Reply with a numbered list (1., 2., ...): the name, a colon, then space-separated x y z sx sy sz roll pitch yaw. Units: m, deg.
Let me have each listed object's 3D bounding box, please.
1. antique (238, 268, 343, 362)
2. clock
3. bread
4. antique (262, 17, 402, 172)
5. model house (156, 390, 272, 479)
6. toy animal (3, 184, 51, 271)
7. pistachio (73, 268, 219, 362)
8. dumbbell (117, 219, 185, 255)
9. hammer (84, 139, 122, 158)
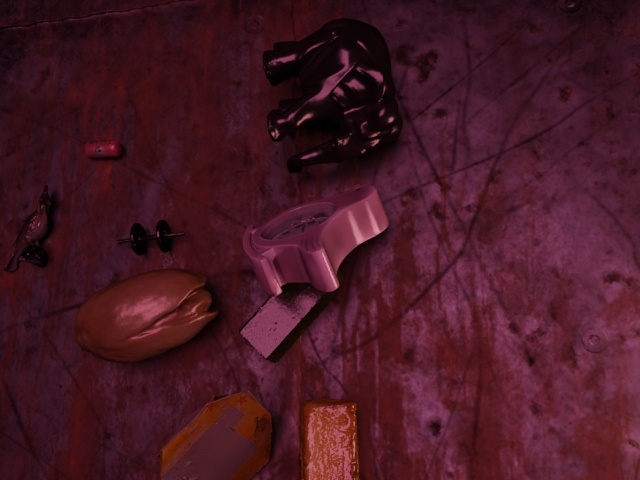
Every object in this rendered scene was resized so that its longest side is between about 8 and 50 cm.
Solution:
1. antique: -0.049 0.127 1.388 0.081 0.080 0.221 42 85 16
2. clock: 0.000 0.000 1.312 0.275 0.290 0.080 -22 111 -1
3. bread: 0.017 0.393 1.304 0.114 0.083 0.211 -1 75 5
4. antique: 0.027 -0.303 1.430 0.255 0.185 0.322 -6 71 10
5. model house: -0.202 0.350 1.335 0.219 0.207 0.136 -49 36 -3
6. toy animal: -0.615 -0.024 1.542 0.105 0.070 0.202 8 81 32
7. pistachio: -0.349 0.146 1.401 0.293 0.181 0.162 -22 110 8
8. dumbbell: -0.349 -0.006 1.484 0.147 0.069 0.069 -7 75 9
9. hammer: -0.475 -0.199 1.571 0.083 0.043 0.043 1 76 12
